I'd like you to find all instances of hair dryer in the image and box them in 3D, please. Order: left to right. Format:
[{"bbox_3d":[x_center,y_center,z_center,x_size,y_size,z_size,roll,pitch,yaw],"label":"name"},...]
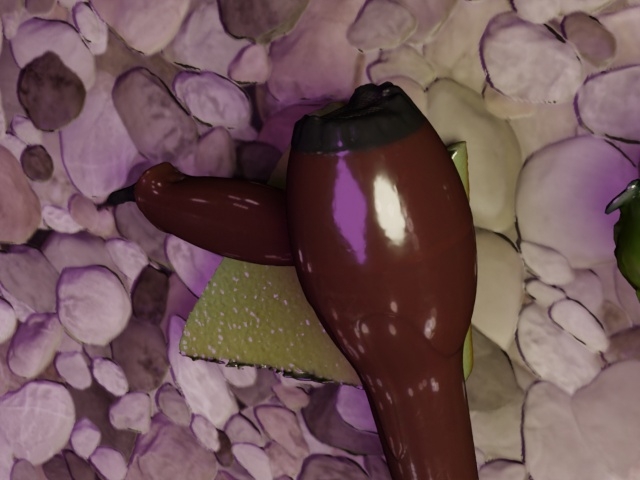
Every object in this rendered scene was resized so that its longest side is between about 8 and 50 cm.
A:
[{"bbox_3d":[-0.030,0.031,1.166,0.340,0.123,0.312,12,122,41],"label":"hair dryer"}]

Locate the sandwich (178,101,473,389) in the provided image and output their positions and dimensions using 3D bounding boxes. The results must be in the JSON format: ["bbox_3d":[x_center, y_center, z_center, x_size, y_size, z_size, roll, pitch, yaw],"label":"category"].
[{"bbox_3d":[0.000,0.000,1.219,0.245,0.063,0.212,8,108,31],"label":"sandwich"}]

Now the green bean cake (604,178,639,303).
[{"bbox_3d":[0.332,-0.005,0.931,0.247,0.156,0.250,48,127,7],"label":"green bean cake"}]
